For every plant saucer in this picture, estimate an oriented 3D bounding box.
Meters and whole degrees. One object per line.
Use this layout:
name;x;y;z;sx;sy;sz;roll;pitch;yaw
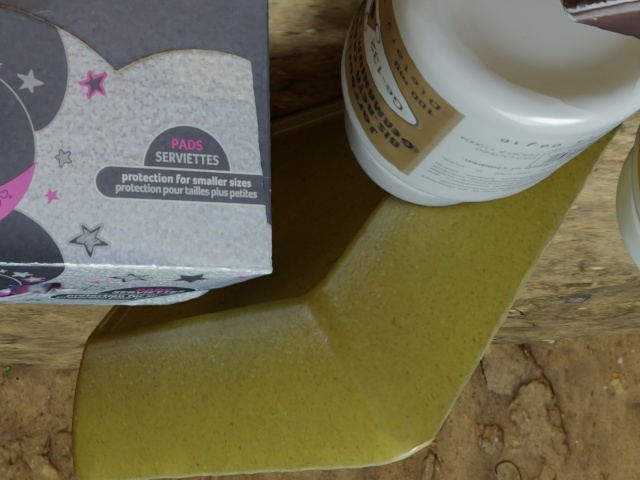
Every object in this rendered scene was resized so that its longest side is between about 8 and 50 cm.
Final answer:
plant saucer;0.000;0.000;0.929;0.333;0.332;0.081;-13;121;48

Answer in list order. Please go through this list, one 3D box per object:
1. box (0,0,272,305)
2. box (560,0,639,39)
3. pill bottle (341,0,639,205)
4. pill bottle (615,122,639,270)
box;-0.162;-0.052;0.774;0.247;0.163;0.142;2;171;-25
box;0.172;-0.128;0.331;0.167;0.168;0.203;-4;175;40
pill bottle;0.079;-0.089;0.707;0.131;0.131;0.229;0;170;-9
pill bottle;0.288;-0.049;0.809;0.188;0.187;0.334;0;169;-9
